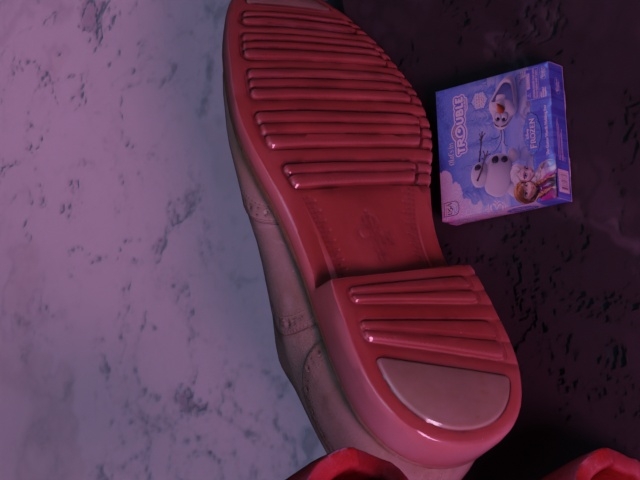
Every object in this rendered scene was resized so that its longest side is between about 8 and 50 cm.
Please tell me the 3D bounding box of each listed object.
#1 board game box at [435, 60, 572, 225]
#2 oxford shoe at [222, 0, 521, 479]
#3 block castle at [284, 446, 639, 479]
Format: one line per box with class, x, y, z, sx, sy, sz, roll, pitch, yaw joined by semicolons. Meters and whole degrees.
board game box;0.117;-0.061;1.055;0.090;0.020;0.090;-13;74;39
oxford shoe;0.000;0.000;1.071;0.146;0.140;0.397;118;146;-45
block castle;0.094;0.334;0.821;0.213;0.303;0.453;-27;65;41
